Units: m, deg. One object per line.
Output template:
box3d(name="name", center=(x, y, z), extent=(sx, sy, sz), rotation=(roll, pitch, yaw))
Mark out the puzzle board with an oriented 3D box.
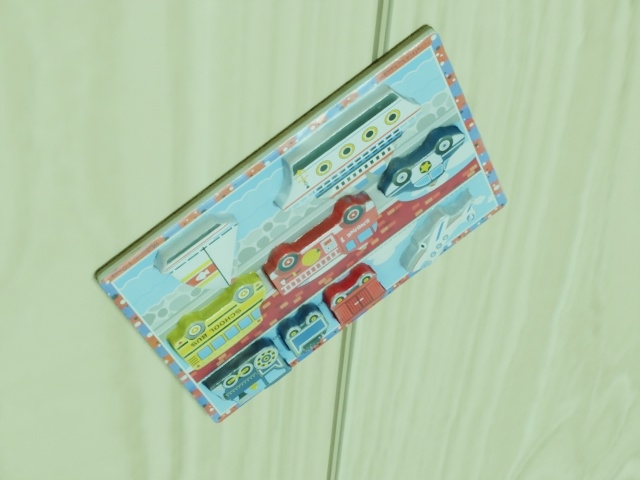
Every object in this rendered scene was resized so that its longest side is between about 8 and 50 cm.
box3d(name="puzzle board", center=(0.000, 0.000, 0.514), extent=(0.128, 0.011, 0.096), rotation=(-37, 143, -5))
